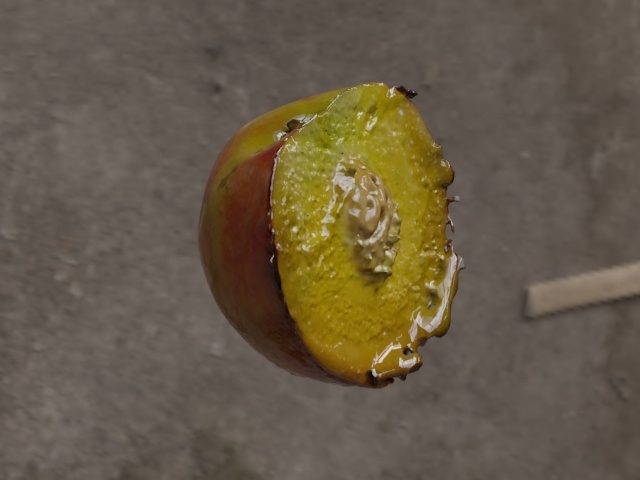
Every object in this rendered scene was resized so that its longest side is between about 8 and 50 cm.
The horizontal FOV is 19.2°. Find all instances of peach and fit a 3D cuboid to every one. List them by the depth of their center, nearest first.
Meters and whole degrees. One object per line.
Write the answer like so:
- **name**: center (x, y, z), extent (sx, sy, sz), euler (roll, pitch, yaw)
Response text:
- **peach**: center (0.000, -0.001, 0.603), extent (0.098, 0.061, 0.098), euler (0, 90, -48)
